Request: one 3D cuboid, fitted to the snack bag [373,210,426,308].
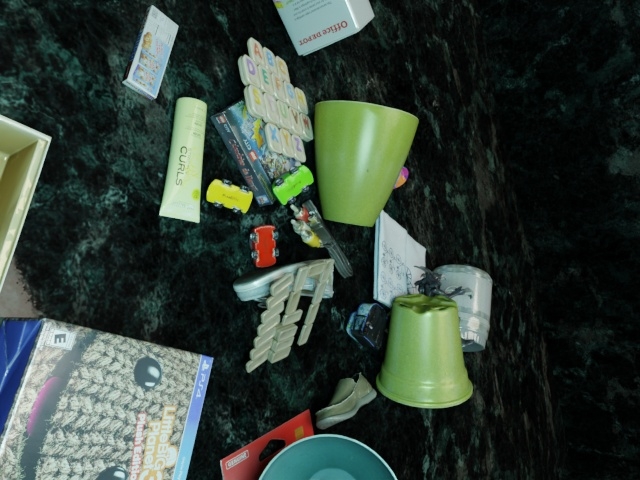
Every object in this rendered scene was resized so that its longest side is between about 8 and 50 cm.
[{"bbox_3d":[0.272,0.101,1.579,0.343,0.037,0.322,36,49,-43],"label":"snack bag"}]

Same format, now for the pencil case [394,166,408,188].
[{"bbox_3d":[0.184,-0.264,1.512,0.236,0.105,0.104,48,50,-37],"label":"pencil case"}]

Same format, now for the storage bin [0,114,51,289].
[{"bbox_3d":[-0.517,-0.056,0.578,0.262,0.123,0.260,27,64,-47],"label":"storage bin"}]

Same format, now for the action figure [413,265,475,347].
[{"bbox_3d":[0.387,0.193,1.526,0.141,0.164,0.275,-20,93,-20],"label":"action figure"}]

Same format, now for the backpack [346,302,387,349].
[{"bbox_3d":[0.131,0.236,1.376,0.105,0.084,0.114,48,55,-37],"label":"backpack"}]

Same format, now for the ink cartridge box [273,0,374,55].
[{"bbox_3d":[-0.016,-0.647,1.233,0.117,0.202,0.278,-53,125,-41],"label":"ink cartridge box"}]

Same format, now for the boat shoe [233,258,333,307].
[{"bbox_3d":[-0.068,0.105,1.125,0.320,0.118,0.102,-5,84,-58],"label":"boat shoe"}]

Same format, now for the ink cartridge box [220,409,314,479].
[{"bbox_3d":[-0.077,0.559,1.082,0.296,0.066,0.260,-9,93,-52],"label":"ink cartridge box"}]

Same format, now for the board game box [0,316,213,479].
[{"bbox_3d":[-0.341,0.262,0.734,0.291,0.141,0.231,29,62,-45],"label":"board game box"}]

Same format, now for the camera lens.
[{"bbox_3d":[0.484,0.232,1.711,0.219,0.220,0.274,35,58,-43],"label":"camera lens"}]

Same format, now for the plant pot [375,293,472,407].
[{"bbox_3d":[0.297,0.294,1.388,0.276,0.276,0.253,-12,104,-52],"label":"plant pot"}]

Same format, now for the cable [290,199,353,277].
[{"bbox_3d":[0.000,0.000,1.289,0.287,0.072,0.139,55,12,-50],"label":"cable"}]

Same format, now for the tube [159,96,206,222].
[{"bbox_3d":[-0.265,-0.159,0.965,0.070,0.062,0.239,6,83,-10],"label":"tube"}]

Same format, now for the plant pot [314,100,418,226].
[{"bbox_3d":[0.099,-0.190,1.291,0.275,0.275,0.293,3,97,-51],"label":"plant pot"}]

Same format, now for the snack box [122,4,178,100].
[{"bbox_3d":[-0.328,-0.365,0.943,0.064,0.022,0.178,31,61,-46],"label":"snack box"}]

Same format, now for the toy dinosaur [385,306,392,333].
[{"bbox_3d":[0.242,0.254,1.538,0.093,0.053,0.183,-40,115,-48],"label":"toy dinosaur"}]

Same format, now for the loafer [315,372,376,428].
[{"bbox_3d":[0.056,0.414,1.267,0.251,0.094,0.087,-4,63,-61],"label":"loafer"}]

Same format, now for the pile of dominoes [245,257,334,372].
[{"bbox_3d":[-0.076,0.156,1.062,0.196,0.040,0.251,-11,125,-51],"label":"pile of dominoes"}]

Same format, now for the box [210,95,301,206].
[{"bbox_3d":[-0.140,-0.220,1.138,0.159,0.044,0.233,-50,123,-43],"label":"box"}]

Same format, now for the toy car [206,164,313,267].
[{"bbox_3d":[-0.114,-0.087,1.083,0.225,0.053,0.239,-40,120,-12],"label":"toy car"}]

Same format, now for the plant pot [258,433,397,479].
[{"bbox_3d":[0.020,0.539,0.971,0.195,0.291,0.289,78,20,-70],"label":"plant pot"}]

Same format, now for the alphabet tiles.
[{"bbox_3d":[-0.098,-0.333,1.167,0.284,0.021,0.277,5,72,-63],"label":"alphabet tiles"}]
